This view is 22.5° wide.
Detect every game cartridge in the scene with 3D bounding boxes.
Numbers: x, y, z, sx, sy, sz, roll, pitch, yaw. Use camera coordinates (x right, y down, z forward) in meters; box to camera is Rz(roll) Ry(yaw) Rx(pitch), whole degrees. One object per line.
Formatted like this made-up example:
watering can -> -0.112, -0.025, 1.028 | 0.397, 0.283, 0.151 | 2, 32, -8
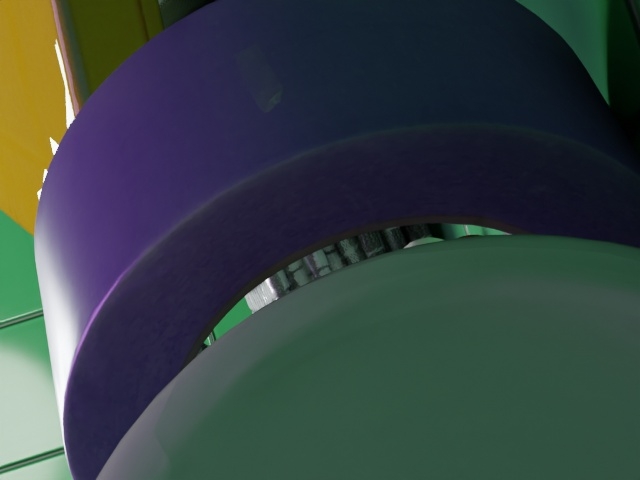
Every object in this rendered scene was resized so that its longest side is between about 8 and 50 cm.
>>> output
game cartridge -> -0.146, -0.159, 0.718 | 0.285, 0.052, 0.324 | 29, 131, 59

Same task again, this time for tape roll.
tape roll -> 0.012, 0.019, 0.484 | 0.080, 0.189, 0.189 | -110, 3, -47

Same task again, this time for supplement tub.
supplement tub -> 0.052, 0.143, 0.401 | 0.272, 0.191, 0.191 | 77, 176, -56

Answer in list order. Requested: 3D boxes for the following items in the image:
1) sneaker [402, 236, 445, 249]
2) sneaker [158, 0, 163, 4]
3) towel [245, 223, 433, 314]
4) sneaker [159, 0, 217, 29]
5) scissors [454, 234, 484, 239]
sneaker -> 0.062, 0.058, 0.865 | 0.232, 0.090, 0.115 | -115, 12, -85
sneaker -> -0.122, -0.242, 0.991 | 0.447, 0.169, 0.257 | -87, -5, -48
towel -> 0.000, 0.000, 1.154 | 0.235, 0.121, 0.284 | 138, 108, -81
sneaker -> -0.025, -0.133, 0.864 | 0.330, 0.146, 0.122 | -110, 2, -76
scissors -> 0.047, 0.060, 0.654 | 0.297, 0.021, 0.109 | -17, -94, -67
